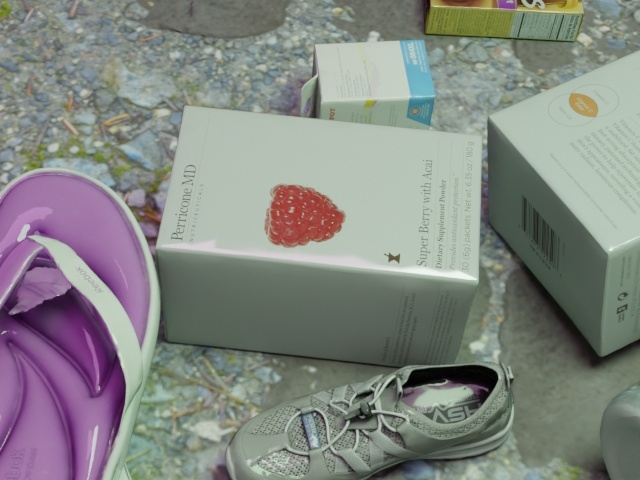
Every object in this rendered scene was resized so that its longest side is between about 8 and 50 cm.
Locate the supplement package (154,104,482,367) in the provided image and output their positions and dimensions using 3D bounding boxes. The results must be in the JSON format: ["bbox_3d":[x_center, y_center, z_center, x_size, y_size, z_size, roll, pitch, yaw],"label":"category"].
[{"bbox_3d":[0.000,0.000,1.186,0.293,0.175,0.177,6,56,1],"label":"supplement package"}]

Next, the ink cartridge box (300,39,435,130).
[{"bbox_3d":[0.046,-0.160,1.351,0.143,0.092,0.089,-2,55,-6],"label":"ink cartridge box"}]

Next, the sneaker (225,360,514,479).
[{"bbox_3d":[0.047,0.158,1.116,0.281,0.115,0.105,-14,57,-13],"label":"sneaker"}]

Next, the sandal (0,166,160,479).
[{"bbox_3d":[-0.216,0.091,0.979,0.169,0.102,0.416,0,55,-6],"label":"sandal"}]

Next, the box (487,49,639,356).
[{"bbox_3d":[0.371,-0.072,1.227,0.345,0.168,0.215,-24,50,-11],"label":"box"}]

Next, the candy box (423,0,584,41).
[{"bbox_3d":[0.221,-0.303,1.487,0.187,0.053,0.109,3,54,-3],"label":"candy box"}]

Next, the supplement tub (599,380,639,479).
[{"bbox_3d":[0.439,0.160,1.071,0.338,0.207,0.207,-25,60,-14],"label":"supplement tub"}]

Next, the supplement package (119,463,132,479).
[{"bbox_3d":[-0.268,0.219,1.037,0.204,0.145,0.261,-17,57,-15],"label":"supplement package"}]
